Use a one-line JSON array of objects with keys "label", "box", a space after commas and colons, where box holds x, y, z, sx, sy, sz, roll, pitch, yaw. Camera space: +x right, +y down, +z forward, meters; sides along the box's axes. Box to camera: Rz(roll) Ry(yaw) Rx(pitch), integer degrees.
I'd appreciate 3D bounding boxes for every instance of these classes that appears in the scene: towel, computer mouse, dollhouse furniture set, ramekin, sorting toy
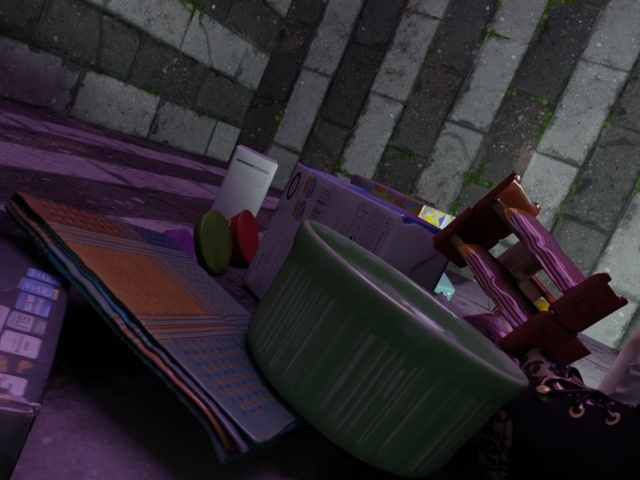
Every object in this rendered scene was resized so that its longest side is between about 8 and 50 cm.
[{"label": "towel", "box": [-0.150, 0.086, 0.587, 0.370, 0.040, 0.271, 38, 4, 22]}, {"label": "computer mouse", "box": [0.161, 0.256, 0.702, 0.242, 0.041, 0.071, 19, 10, -23]}, {"label": "dollhouse furniture set", "box": [0.348, 0.081, 0.798, 0.374, 0.152, 0.201, 30, 26, -47]}, {"label": "ramekin", "box": [0.064, 0.120, 0.599, 0.303, 0.148, 0.303, 34, 7, -5]}, {"label": "sorting toy", "box": [-0.251, 0.005, 1.061, 0.126, 0.126, 0.365, -5, 3, 17]}]

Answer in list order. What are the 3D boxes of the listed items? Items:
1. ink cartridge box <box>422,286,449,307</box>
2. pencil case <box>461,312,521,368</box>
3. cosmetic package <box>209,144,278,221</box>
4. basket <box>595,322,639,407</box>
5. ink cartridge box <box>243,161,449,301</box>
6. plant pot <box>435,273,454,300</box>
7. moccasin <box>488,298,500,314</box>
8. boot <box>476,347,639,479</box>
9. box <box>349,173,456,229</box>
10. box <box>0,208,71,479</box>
[{"label": "ink cartridge box", "box": [0.173, 0.170, 0.801, 0.045, 0.179, 0.145, -15, -18, 25]}, {"label": "pencil case", "box": [0.366, 0.228, 1.020, 0.160, 0.167, 0.386, 6, -2, 36]}, {"label": "cosmetic package", "box": [-0.237, -0.169, 1.623, 0.138, 0.224, 0.224, 24, 9, -10]}, {"label": "basket", "box": [0.529, 0.263, 0.718, 0.266, 0.331, 0.328, 35, 13, 28]}, {"label": "ink cartridge box", "box": [0.017, 0.028, 0.942, 0.151, 0.269, 0.395, 21, 9, -38]}, {"label": "plant pot", "box": [0.235, 0.109, 1.420, 0.166, 0.165, 0.234, 15, 19, -42]}, {"label": "moccasin", "box": [0.533, 0.236, 1.466, 0.147, 0.139, 0.380, 26, 9, 26]}, {"label": "boot", "box": [0.317, 0.181, 0.520, 0.138, 0.377, 0.284, 11, 8, -24]}, {"label": "box", "box": [0.142, 0.030, 1.193, 0.177, 0.289, 0.279, 29, 11, 27]}, {"label": "box", "box": [-0.386, 0.035, 0.427, 0.318, 0.097, 0.395, 24, 7, -25]}]
